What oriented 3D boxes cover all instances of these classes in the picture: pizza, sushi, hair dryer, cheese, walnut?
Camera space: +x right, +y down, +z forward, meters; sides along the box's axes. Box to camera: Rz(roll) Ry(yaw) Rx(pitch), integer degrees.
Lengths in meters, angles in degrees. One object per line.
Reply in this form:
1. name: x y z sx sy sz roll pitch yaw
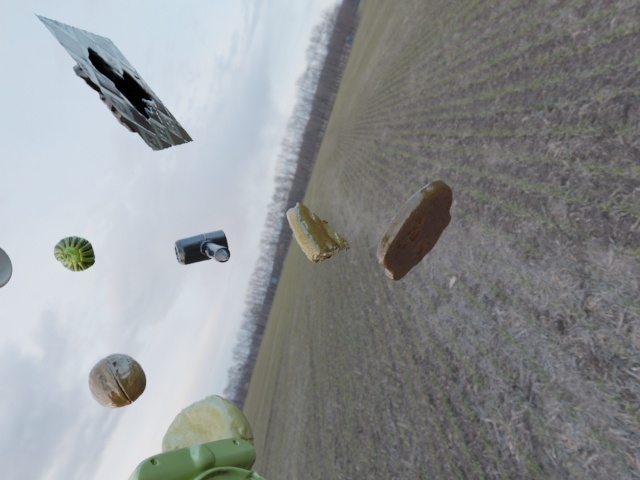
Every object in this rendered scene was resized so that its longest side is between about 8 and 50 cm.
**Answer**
1. pizza: 0.000 0.002 0.916 0.069 0.194 0.154 -43 56 15
2. sushi: -0.336 -0.239 0.679 0.047 0.231 0.219 -36 15 10
3. hair dryer: -0.397 0.038 1.436 0.352 0.189 0.107 10 112 62
4. cheese: -0.281 0.506 1.016 0.214 0.226 0.117 -38 -31 -3
5. walnut: -0.690 0.477 1.378 0.167 0.207 0.167 -30 -45 -36

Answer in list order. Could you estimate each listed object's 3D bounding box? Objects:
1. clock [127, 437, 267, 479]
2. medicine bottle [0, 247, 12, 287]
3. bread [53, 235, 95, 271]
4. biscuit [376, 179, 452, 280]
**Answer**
1. clock: -0.108 0.408 0.523 0.096 0.308 0.235 -56 -34 4
2. medicine bottle: -0.956 0.094 1.057 0.139 0.237 0.139 -16 -90 -80
3. bread: -0.908 0.051 1.498 0.071 0.130 0.139 -157 47 -75
4. biscuit: 0.256 -0.027 1.091 0.273 0.049 0.257 -45 -35 -7
